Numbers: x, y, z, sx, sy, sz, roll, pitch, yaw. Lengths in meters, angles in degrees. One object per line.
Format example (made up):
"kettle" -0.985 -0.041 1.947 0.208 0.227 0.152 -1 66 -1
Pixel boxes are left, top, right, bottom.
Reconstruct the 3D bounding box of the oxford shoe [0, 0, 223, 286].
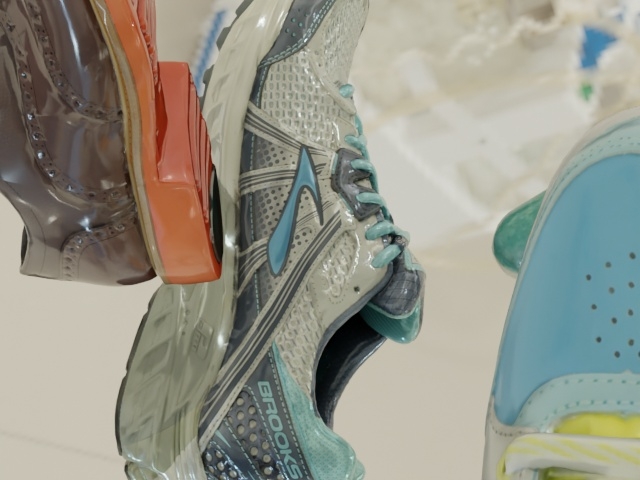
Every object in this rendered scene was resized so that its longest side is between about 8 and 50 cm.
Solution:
"oxford shoe" -0.108 -0.076 0.763 0.097 0.098 0.271 -94 174 -47

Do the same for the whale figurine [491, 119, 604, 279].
"whale figurine" 0.200 0.016 0.818 0.216 0.272 0.141 -42 146 -24

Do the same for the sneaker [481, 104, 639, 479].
"sneaker" 0.075 0.111 0.507 0.208 0.127 0.319 13 76 -64

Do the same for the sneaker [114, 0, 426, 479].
"sneaker" 0.000 0.000 0.965 0.110 0.122 0.283 51 50 -66
